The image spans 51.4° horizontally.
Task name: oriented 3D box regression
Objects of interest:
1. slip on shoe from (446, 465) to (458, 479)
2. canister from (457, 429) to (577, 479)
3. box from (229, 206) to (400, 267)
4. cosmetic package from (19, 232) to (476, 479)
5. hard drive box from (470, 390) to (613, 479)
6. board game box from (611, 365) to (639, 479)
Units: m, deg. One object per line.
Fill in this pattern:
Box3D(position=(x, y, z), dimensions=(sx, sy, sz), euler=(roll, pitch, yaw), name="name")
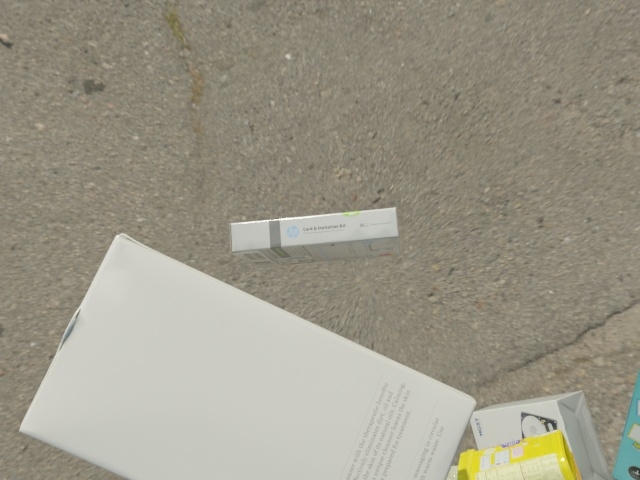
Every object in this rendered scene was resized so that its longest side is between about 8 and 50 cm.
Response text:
Box3D(position=(0.230, 0.601, 1.461), dimensions=(0.331, 0.123, 0.101), euler=(-41, 102, 21), name="slip on shoe")
Box3D(position=(0.314, 0.369, 1.064), dimensions=(0.170, 0.126, 0.073), euler=(-22, 93, 18), name="canister")
Box3D(position=(0.000, 0.000, 0.791), dimensions=(0.186, 0.145, 0.038), euler=(-4, 81, 7), name="box")
Box3D(position=(-0.064, 0.162, 0.652), dimensions=(0.366, 0.155, 0.197), euler=(26, 80, -1), name="cosmetic package")
Box3D(position=(0.424, 0.406, 1.307), dimensions=(0.089, 0.232, 0.181), euler=(-5, 74, -35), name="hard drive box")
Box3D(position=(0.780, 0.409, 1.393), dimensions=(0.254, 0.079, 0.336), euler=(21, 121, 36), name="board game box")
